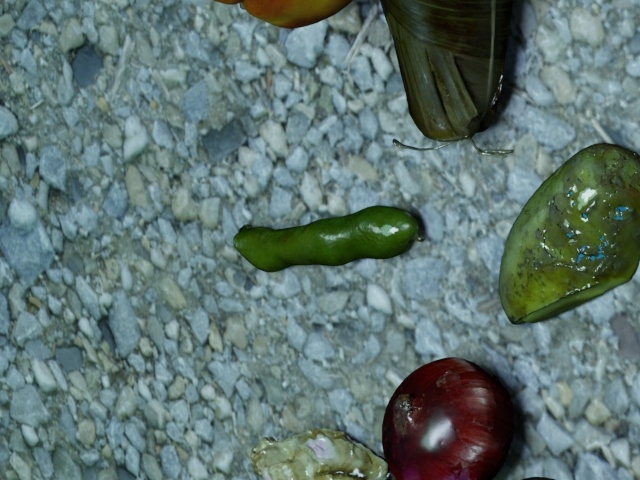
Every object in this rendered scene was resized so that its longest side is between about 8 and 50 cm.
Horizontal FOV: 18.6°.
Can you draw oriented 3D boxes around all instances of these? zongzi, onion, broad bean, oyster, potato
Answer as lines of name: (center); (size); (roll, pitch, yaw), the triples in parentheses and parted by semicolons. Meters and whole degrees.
zongzi: (0.076, -0.194, 1.691); (0.111, 0.241, 0.247); (17, 104, 42)
onion: (0.115, 0.168, 1.763); (0.131, 0.131, 0.131); (4, 95, 44)
broad bean: (0.000, 0.001, 1.916); (0.256, 0.052, 0.052); (-5, 48, 47)
oyster: (-0.015, 0.266, 1.927); (0.163, 0.081, 0.191); (54, 130, 22)
potato: (0.211, 0.001, 1.705); (0.198, 0.054, 0.119); (-44, 66, 37)

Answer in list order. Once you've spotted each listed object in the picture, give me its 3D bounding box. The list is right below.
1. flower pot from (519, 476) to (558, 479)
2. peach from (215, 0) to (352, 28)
flower pot: (0.151, 0.354, 1.659); (0.267, 0.267, 0.266); (-48, 60, 22)
peach: (-0.038, -0.340, 1.796); (0.281, 0.238, 0.281); (-165, 90, -75)
